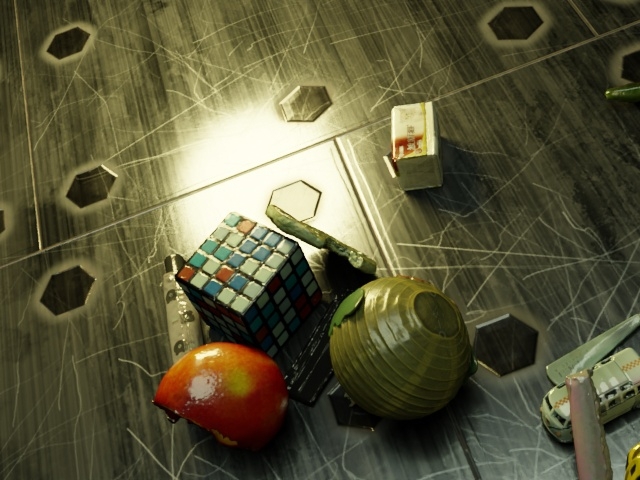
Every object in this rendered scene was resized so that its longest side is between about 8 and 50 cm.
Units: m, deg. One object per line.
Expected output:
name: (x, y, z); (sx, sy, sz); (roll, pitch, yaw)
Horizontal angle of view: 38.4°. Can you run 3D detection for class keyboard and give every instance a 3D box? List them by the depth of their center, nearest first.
keyboard: (0.016, 0.194, 1.734); (0.087, 0.017, 0.251); (18, 61, 29)

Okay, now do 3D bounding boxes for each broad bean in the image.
broad bean: (0.685, -0.317, 1.893); (0.195, 0.046, 0.061); (-22, 39, -6)

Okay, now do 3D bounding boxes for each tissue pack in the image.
tissue pack: (0.200, -0.195, 1.912); (0.099, 0.106, 0.149); (-7, 52, 12)

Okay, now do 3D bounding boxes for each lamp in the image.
lamp: (0.125, 0.200, 1.582); (0.250, 0.284, 0.250); (21, 42, -20)

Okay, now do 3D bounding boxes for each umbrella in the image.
umbrella: (-0.268, 0.163, 1.808); (0.067, 0.073, 0.337); (-5, 49, -14)

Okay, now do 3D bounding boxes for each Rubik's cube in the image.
Rubik's cube: (-0.132, 0.089, 1.752); (0.184, 0.187, 0.182); (25, 65, 33)

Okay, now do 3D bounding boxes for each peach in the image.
peach: (-0.175, 0.283, 1.606); (0.226, 0.196, 0.190); (-13, 38, -25)

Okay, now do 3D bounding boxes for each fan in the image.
fan: (0.517, 0.170, 1.600); (0.282, 0.023, 0.057); (-32, 50, -6)

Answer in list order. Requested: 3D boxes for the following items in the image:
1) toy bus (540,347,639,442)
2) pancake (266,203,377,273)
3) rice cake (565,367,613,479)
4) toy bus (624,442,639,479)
toy bus: (0.455, 0.253, 1.512); (0.193, 0.089, 0.087); (-27, 51, -2)
pancake: (0.000, 0.000, 1.757); (0.253, 0.253, 0.037); (29, 91, 32)
rice cake: (0.420, 0.334, 1.427); (0.055, 0.049, 0.270); (-9, 79, 30)
toy bus: (0.600, 0.289, 1.347); (0.330, 0.144, 0.152); (-14, 52, 4)
